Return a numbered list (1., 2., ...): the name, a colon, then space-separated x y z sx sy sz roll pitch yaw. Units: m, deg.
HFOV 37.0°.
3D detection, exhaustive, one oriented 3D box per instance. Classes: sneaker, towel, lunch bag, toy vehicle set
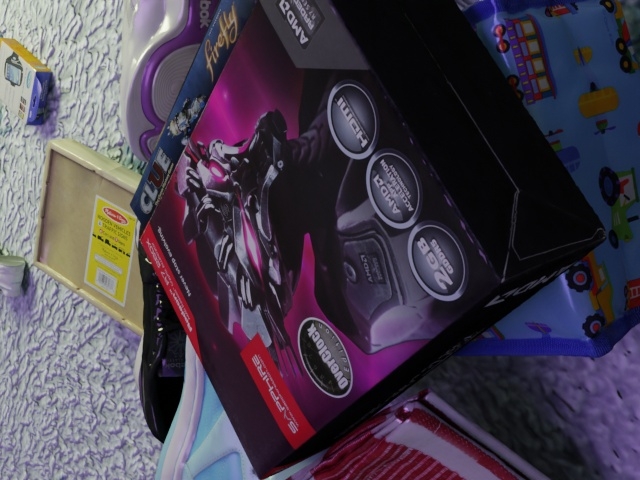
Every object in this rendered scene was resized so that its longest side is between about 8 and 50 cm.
1. sneaker: -0.149 -0.232 0.990 0.152 0.114 0.305 33 115 56
2. sneaker: -0.132 0.075 0.965 0.124 0.107 0.283 -115 27 -63
3. towel: 0.065 0.260 0.749 0.237 0.037 0.329 37 131 -9
4. lunch bag: 0.088 -0.031 0.699 0.293 0.138 0.220 -13 95 50
5. sneaker: -0.028 0.161 0.882 0.208 0.127 0.318 28 114 35
6. toy vehicle set: -0.233 0.004 1.111 0.267 0.035 0.165 28 114 32
7. sneaker: -0.488 0.043 1.416 0.152 0.054 0.061 20 112 44

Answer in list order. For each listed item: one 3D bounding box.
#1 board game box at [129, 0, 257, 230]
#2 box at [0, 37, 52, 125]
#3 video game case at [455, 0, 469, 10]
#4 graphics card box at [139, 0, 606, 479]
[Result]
1. board game box: -0.049 -0.110 0.832 0.042 0.165 0.243 54 129 29
2. box: -0.410 -0.216 1.319 0.136 0.028 0.081 38 121 35
3. video game case: 0.090 -0.092 0.774 0.173 0.022 0.190 45 126 28
4. graphics card box: 0.000 0.000 0.657 0.232 0.094 0.371 62 145 15
